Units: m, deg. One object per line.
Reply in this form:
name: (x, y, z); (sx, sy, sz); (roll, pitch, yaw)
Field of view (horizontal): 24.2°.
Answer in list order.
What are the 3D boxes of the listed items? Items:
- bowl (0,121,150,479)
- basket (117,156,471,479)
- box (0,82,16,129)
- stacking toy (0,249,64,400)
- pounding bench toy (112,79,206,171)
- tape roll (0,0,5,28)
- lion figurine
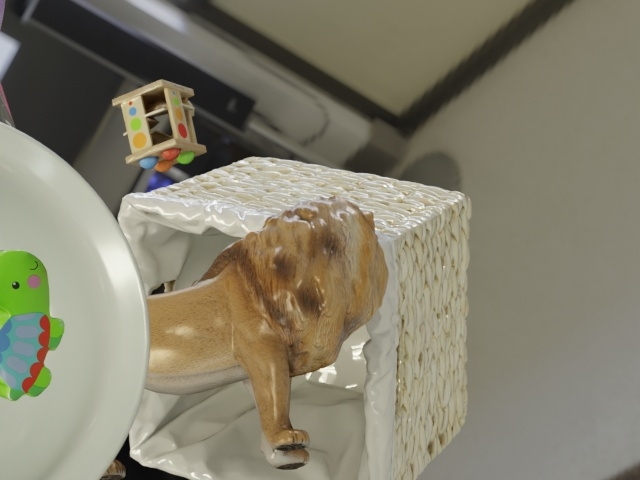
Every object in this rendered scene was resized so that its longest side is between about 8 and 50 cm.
bowl: (-0.271, 0.070, 0.972); (0.134, 0.298, 0.297); (-35, 35, 62)
basket: (-0.017, 0.093, 1.669); (0.331, 0.266, 0.328); (11, 112, 29)
box: (-0.509, -0.106, 1.806); (0.143, 0.270, 0.165); (76, 176, -83)
stacking toy: (-0.165, 0.101, 0.550); (0.167, 0.052, 0.221); (5, 78, 63)
pounding bench toy: (-0.128, -0.093, 1.280); (0.052, 0.083, 0.065); (-19, 78, 24)
tape roll: (-0.464, -0.260, 1.522); (0.275, 0.275, 0.090); (-52, -8, 19)
lion figurine: (-0.126, 0.096, 1.350); (0.142, 0.392, 0.240); (78, -177, -69)
